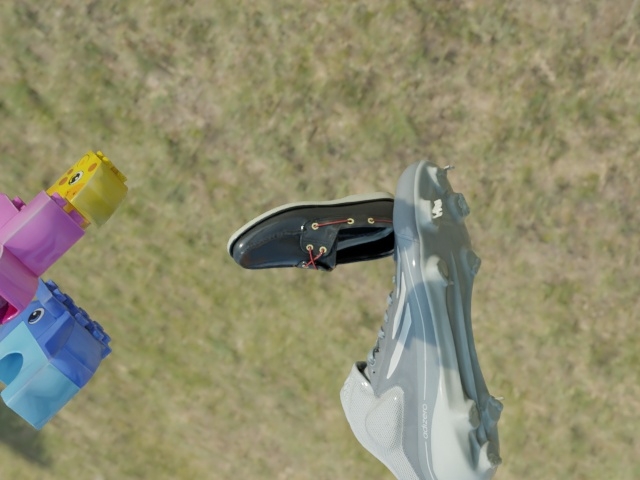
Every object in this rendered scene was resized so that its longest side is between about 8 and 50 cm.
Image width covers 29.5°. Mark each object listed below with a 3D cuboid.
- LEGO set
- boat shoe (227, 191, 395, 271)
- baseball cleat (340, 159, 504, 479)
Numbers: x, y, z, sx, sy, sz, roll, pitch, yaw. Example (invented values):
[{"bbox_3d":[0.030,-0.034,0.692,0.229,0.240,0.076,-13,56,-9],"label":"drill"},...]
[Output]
[{"bbox_3d":[-0.127,-0.007,0.509,0.087,0.093,0.227,50,173,-36],"label":"LEGO set"},{"bbox_3d":[0.000,-0.001,0.873,0.133,0.042,0.049,-11,142,-16],"label":"boat shoe"},{"bbox_3d":[0.052,0.056,0.766,0.109,0.205,0.072,-16,164,35],"label":"baseball cleat"}]
